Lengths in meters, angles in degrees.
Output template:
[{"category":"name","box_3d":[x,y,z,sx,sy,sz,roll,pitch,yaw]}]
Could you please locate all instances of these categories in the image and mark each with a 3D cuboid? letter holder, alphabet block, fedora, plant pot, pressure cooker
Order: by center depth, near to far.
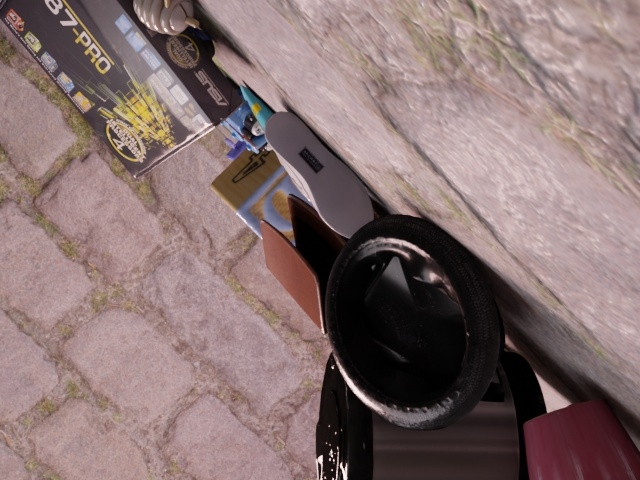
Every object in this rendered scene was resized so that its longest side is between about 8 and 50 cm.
[{"category":"plant pot","box_3d":[0.386,0.336,1.179,0.201,0.201,0.180,52,-159,-67]},{"category":"fedora","box_3d":[0.161,0.120,1.234,0.153,0.334,0.334,4,-151,-44]},{"category":"pressure cooker","box_3d":[0.217,0.360,1.427,0.421,0.369,0.375,4,155,-7]},{"category":"letter holder","box_3d":[0.000,0.000,1.550,0.302,0.152,0.214,-137,33,-57]},{"category":"alphabet block","box_3d":[-0.108,-0.107,1.893,0.192,0.193,0.197,49,176,-32]}]

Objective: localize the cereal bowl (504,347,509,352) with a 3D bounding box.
[{"category":"cereal bowl","box_3d":[0.278,0.228,1.761,0.339,0.141,0.339,44,178,2]}]

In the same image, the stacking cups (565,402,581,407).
[{"category":"stacking cups","box_3d":[0.475,0.364,1.453,0.096,0.096,0.316,42,174,39]}]

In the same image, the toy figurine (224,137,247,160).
[{"category":"toy figurine","box_3d":[-0.206,-0.189,2.278,0.217,0.191,0.362,51,174,-21]}]

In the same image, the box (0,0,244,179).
[{"category":"box","box_3d":[-0.353,-0.322,1.404,0.318,0.097,0.395,-20,112,48]}]

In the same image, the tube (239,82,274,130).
[{"category":"tube","box_3d":[-0.087,-0.215,1.561,0.207,0.052,0.080,51,169,13]}]

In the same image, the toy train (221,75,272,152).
[{"category":"toy train","box_3d":[-0.163,-0.258,1.685,0.184,0.080,0.105,43,171,27]}]

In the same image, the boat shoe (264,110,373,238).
[{"category":"boat shoe","box_3d":[0.001,-0.115,1.400,0.258,0.095,0.084,55,180,-5]}]

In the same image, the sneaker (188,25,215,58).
[{"category":"sneaker","box_3d":[-0.316,-0.401,1.497,0.330,0.147,0.129,25,141,28]}]

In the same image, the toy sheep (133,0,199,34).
[{"category":"toy sheep","box_3d":[-0.236,-0.358,1.232,0.132,0.091,0.091,38,175,22]}]
